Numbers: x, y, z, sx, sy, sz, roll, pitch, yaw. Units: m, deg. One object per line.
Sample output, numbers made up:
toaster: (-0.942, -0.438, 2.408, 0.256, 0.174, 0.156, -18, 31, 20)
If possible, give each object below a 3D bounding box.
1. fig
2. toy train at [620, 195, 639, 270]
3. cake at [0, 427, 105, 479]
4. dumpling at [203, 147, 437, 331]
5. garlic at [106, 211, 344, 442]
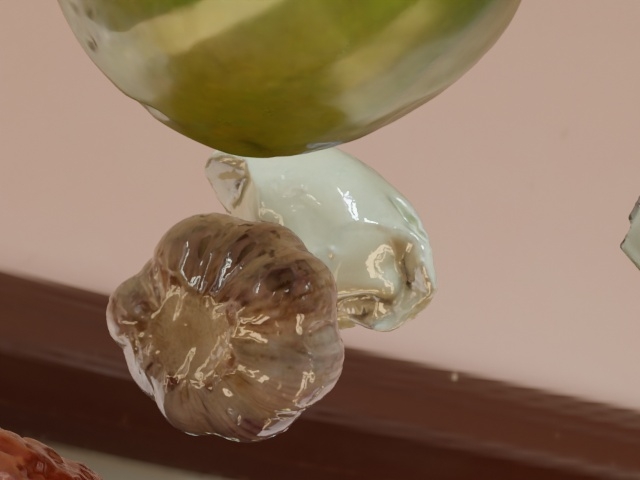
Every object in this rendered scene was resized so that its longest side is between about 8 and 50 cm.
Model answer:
fig: (0.000, -0.164, 0.744, 0.233, 0.233, 0.314, 25, -23, -22)
toy train: (0.332, -0.052, 0.723, 0.407, 0.086, 0.088, -18, -38, -24)
cake: (-0.170, 0.319, 0.930, 0.269, 0.319, 0.270, 33, -8, 39)
dumpling: (0.000, 0.000, 1.395, 0.250, 0.132, 0.162, 27, -48, 25)
garlic: (-0.052, 0.053, 0.983, 0.159, 0.147, 0.102, -17, -6, 34)
